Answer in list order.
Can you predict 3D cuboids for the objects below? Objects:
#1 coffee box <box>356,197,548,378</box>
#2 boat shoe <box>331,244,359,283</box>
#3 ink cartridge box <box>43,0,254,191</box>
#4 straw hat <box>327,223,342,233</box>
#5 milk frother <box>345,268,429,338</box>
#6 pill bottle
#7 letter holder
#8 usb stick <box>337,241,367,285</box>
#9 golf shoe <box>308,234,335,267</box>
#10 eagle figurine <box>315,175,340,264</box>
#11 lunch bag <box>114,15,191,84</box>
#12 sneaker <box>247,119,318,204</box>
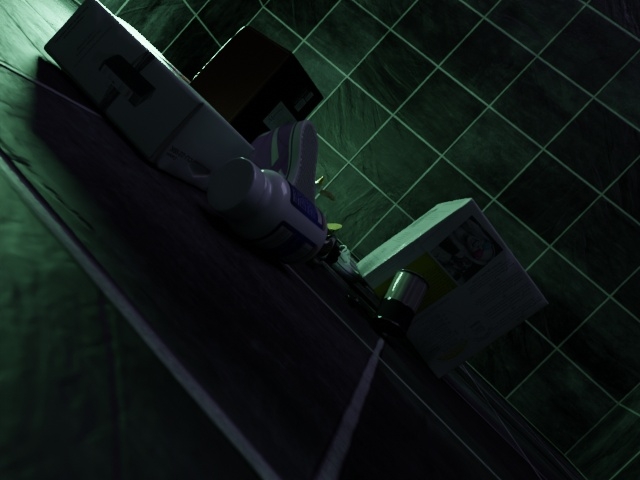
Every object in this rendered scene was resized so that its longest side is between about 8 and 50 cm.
[{"bbox_3d":[0.339,0.118,1.199,0.334,0.338,0.337,53,4,-1],"label":"coffee box"},{"bbox_3d":[0.059,0.050,1.313,0.226,0.076,0.083,41,5,-29],"label":"boat shoe"},{"bbox_3d":[-0.261,-0.219,0.679,0.273,0.114,0.197,45,4,14],"label":"ink cartridge box"},{"bbox_3d":[0.027,-0.031,1.891,0.144,0.145,0.061,-124,-152,-73],"label":"straw hat"},{"bbox_3d":[0.148,0.125,0.954,0.143,0.134,0.129,45,-28,-25],"label":"milk frother"},{"bbox_3d":[-0.078,-0.043,0.644,0.112,0.112,0.187,46,4,37],"label":"pill bottle"},{"bbox_3d":[-0.186,-0.304,0.969,0.214,0.302,0.152,45,4,33],"label":"letter holder"},{"bbox_3d":[0.096,0.069,1.649,0.278,0.045,0.077,45,20,19],"label":"usb stick"},{"bbox_3d":[-0.051,-0.029,0.926,0.198,0.094,0.077,39,6,-30],"label":"golf shoe"},{"bbox_3d":[-0.056,-0.087,1.159,0.227,0.225,0.298,5,45,-3],"label":"eagle figurine"},{"bbox_3d":[-0.484,-0.482,1.161,0.258,0.120,0.293,43,6,37],"label":"lunch bag"},{"bbox_3d":[-0.098,-0.106,0.864,0.161,0.282,0.102,-4,-27,25],"label":"sneaker"}]
